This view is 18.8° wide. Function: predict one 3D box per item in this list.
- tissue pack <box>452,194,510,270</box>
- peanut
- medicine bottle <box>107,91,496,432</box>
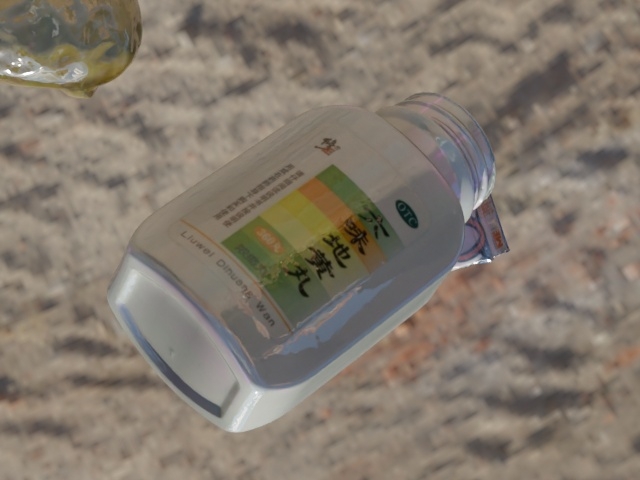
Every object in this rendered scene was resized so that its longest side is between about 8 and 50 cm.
[{"bbox_3d":[0.112,-0.043,1.968,0.115,0.155,0.065,-17,-177,32],"label":"tissue pack"},{"bbox_3d":[-0.198,-0.158,1.300,0.159,0.140,0.109,13,97,-12],"label":"peanut"},{"bbox_3d":[0.000,0.000,1.535,0.324,0.179,0.124,-35,165,-36],"label":"medicine bottle"}]
